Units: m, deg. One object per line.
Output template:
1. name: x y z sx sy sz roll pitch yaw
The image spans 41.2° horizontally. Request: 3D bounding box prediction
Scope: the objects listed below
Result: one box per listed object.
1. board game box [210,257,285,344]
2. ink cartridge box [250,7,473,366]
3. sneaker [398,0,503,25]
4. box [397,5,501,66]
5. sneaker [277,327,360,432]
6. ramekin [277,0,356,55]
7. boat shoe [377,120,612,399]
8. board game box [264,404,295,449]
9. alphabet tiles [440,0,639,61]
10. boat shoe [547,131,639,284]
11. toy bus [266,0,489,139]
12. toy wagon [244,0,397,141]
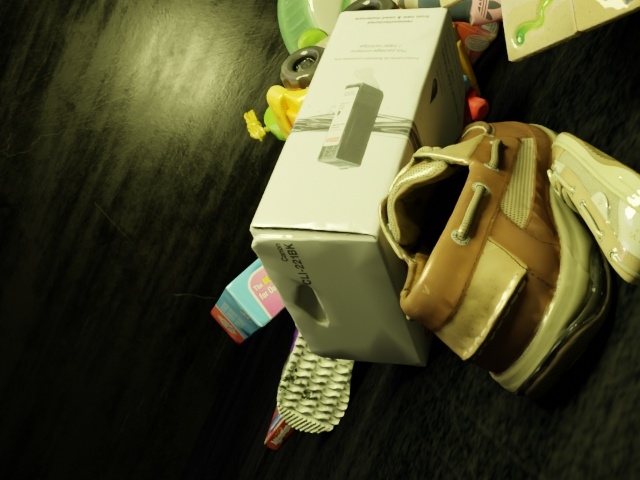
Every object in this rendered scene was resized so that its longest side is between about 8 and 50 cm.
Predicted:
1. board game box: 0.000 0.000 1.127 0.316 0.064 0.242 -42 -1 -17
2. ink cartridge box: 0.055 -0.050 0.783 0.197 0.114 0.273 66 -144 -47
3. sneaker: 0.215 -0.322 0.976 0.319 0.131 0.112 -45 -30 -39
4. box: 0.188 -0.357 1.152 0.128 0.122 0.257 127 165 -64
5. sneaker: 0.028 0.075 1.002 0.146 0.102 0.293 -76 12 -62
6. ramekin: 0.086 -0.415 1.495 0.304 0.303 0.148 -67 13 -4
7. boat shoe: 0.108 -0.024 0.599 0.324 0.119 0.123 -81 16 -67
8. board game box: -0.015 0.198 1.262 0.281 0.027 0.145 122 171 -52
9. alphabet tiles: 0.174 -0.274 0.482 0.342 0.011 0.285 -15 80 55
10. boat shoe: 0.159 -0.022 0.479 0.048 0.056 0.153 -60 15 14
11. toy bus: 0.081 -0.162 0.989 0.220 0.149 0.211 -40 44 -8
12. toy wagon: 0.043 -0.247 1.298 0.344 0.068 0.267 -32 43 8
